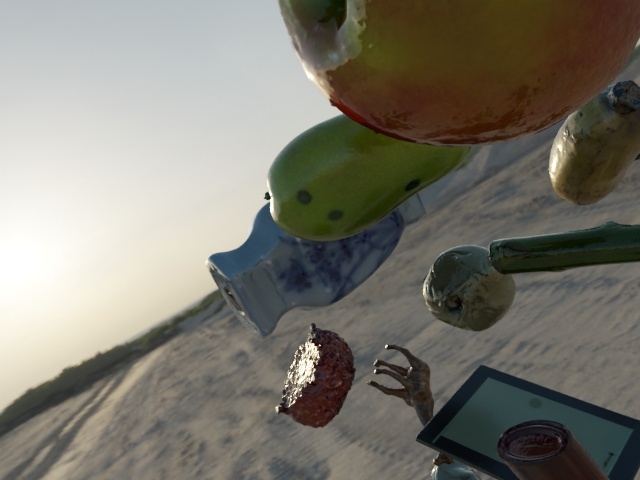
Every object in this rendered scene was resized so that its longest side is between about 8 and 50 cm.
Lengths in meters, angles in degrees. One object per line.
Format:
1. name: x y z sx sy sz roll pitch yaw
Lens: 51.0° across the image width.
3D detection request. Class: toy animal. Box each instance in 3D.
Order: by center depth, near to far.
1. toy animal: 0.209 0.354 1.462 0.066 0.230 0.224 -57 2 43

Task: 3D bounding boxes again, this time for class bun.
1. bun: 0.274 0.098 1.278 0.173 0.166 0.113 -40 -5 35

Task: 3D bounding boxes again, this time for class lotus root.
1. lotus root: 0.520 -0.184 1.256 0.160 0.146 0.284 -52 -17 -28

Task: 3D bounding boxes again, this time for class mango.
1. mango: 0.064 -0.099 0.909 0.293 0.142 0.175 -23 -37 6

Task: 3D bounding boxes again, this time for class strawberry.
1. strawberry: -0.001 0.195 0.953 0.145 0.086 0.145 -156 90 -87

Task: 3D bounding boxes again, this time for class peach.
1. peach: 0.178 -0.248 0.666 0.381 0.306 0.242 -25 14 -26

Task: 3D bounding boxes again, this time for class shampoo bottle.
1. shampoo bottle: 0.335 0.334 0.851 0.102 0.260 0.064 -22 26 45

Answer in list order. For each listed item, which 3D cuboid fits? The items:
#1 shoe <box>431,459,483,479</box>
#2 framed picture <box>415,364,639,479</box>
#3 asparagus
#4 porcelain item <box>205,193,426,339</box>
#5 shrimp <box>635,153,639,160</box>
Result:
1. shoe: 0.321 0.553 1.391 0.103 0.251 0.100 -5 -43 -25
2. framed picture: 0.383 0.347 1.199 0.347 0.016 0.265 15 32 36
3. asparagus: 0.385 0.014 1.015 0.278 0.067 0.060 -11 3 44
4. porcelain item: 0.000 0.000 1.273 0.405 0.242 0.178 -35 22 -17
5. shrimp: 0.689 -0.230 1.454 0.195 0.035 0.147 11 -46 -29
